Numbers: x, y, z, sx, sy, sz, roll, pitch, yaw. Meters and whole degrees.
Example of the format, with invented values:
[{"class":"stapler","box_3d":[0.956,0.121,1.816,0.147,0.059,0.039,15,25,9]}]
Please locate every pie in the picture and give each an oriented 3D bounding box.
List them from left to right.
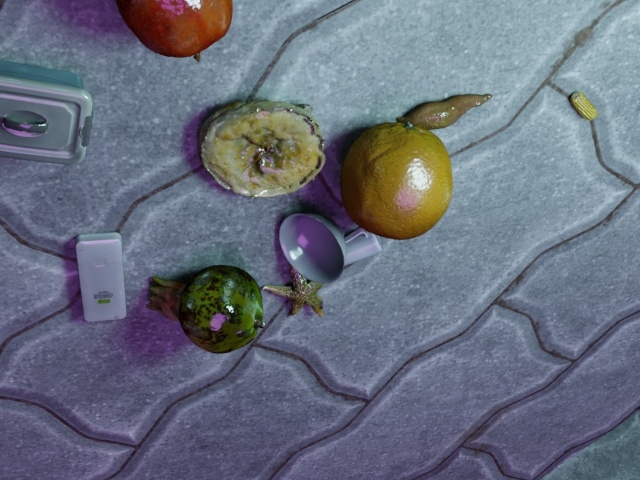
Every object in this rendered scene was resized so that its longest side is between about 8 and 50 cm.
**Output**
[{"class":"pie","box_3d":[-0.122,-0.192,1.566,0.274,0.055,0.274,-3,136,-2]}]

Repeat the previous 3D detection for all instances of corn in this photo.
[{"class":"corn","box_3d":[0.619,-0.316,1.747,0.037,0.037,0.092,-41,130,17]}]

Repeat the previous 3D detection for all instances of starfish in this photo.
[{"class":"starfish","box_3d":[-0.061,0.126,1.895,0.175,0.053,0.208,1,123,-6]}]

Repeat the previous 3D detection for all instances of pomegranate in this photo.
[{"class":"pomegranate","box_3d":[-0.272,0.169,1.752,0.276,0.204,0.222,-11,147,-5]}]

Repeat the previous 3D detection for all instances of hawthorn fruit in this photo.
[{"class":"hawthorn fruit","box_3d":[-0.242,-0.411,1.281,0.205,0.205,0.253,-23,139,2]}]

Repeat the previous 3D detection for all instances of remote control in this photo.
[{"class":"remote control","box_3d":[-0.505,0.088,1.718,0.103,0.034,0.250,-5,130,-15]}]

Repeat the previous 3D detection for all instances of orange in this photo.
[{"class":"orange","box_3d":[0.165,-0.132,1.610,0.264,0.264,0.264,-9,131,-11]}]

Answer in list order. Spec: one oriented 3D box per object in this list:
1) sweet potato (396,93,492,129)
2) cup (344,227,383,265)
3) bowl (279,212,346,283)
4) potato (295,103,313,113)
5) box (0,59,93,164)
[{"class":"sweet potato","box_3d":[0.284,-0.284,1.645,0.226,0.068,0.068,-16,132,-5]},{"class":"cup","box_3d":[0.089,0.008,1.817,0.116,0.074,0.104,-23,151,7]},{"class":"bowl","box_3d":[0.000,0.000,1.756,0.086,0.189,0.189,-42,148,-42]},{"class":"potato","box_3d":[-0.046,-0.262,1.579,0.037,0.036,0.093,-34,157,-43]},{"class":"box","box_3d":[-0.541,-0.237,1.368,0.226,0.130,0.162,5,127,-23]}]
